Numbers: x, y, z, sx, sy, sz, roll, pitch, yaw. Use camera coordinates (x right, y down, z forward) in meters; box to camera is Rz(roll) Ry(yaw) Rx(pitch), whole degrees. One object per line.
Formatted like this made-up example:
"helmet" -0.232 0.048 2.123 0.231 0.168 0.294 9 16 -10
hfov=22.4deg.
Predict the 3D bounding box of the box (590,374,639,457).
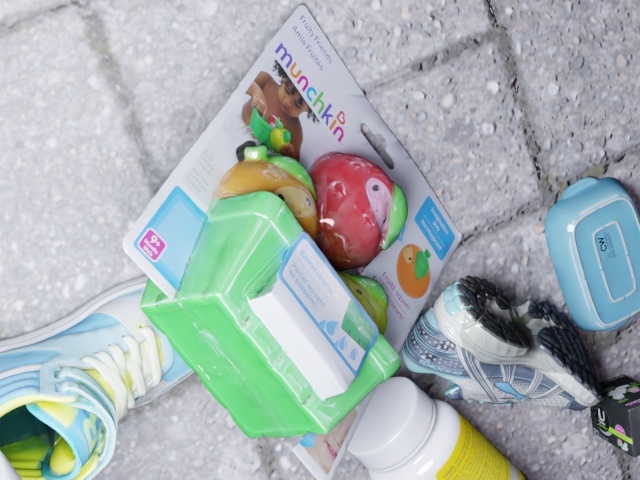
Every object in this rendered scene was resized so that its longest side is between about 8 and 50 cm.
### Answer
"box" 0.349 0.198 1.827 0.052 0.083 0.062 -17 110 -20

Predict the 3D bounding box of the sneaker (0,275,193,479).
"sneaker" -0.196 0.139 1.491 0.319 0.208 0.127 -24 112 -19

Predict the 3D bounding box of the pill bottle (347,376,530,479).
"pill bottle" 0.127 0.244 1.718 0.119 0.119 0.208 -49 118 -6

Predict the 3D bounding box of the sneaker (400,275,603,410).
"sneaker" 0.195 0.126 1.743 0.122 0.110 0.283 -37 136 26

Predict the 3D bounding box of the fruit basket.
"fruit basket" 0.000 0.000 1.546 0.327 0.165 0.353 54 54 -26

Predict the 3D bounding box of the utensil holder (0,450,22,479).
"utensil holder" -0.317 0.387 1.366 0.327 0.327 0.385 -33 123 -14

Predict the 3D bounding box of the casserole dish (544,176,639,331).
"casserole dish" 0.318 0.020 1.793 0.114 0.037 0.188 -27 112 -17
